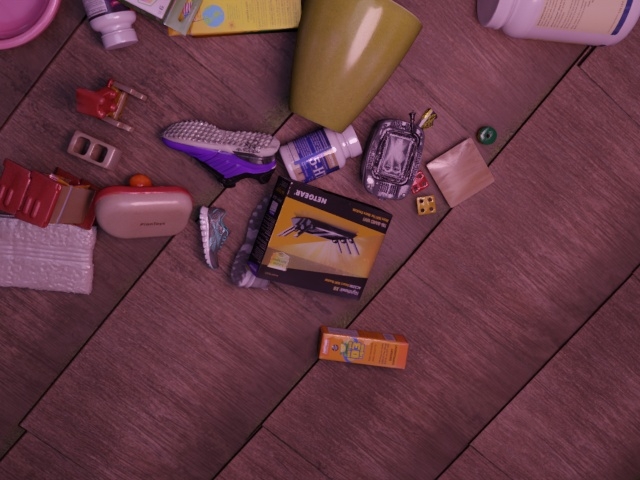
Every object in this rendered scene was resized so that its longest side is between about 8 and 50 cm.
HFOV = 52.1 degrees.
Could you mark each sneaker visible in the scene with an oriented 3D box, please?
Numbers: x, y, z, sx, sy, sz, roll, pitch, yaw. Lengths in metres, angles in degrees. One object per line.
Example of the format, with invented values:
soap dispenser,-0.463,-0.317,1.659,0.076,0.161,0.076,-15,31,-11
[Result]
sneaker,-0.264,-0.008,1.667,0.076,0.065,0.166,-6,103,-7
sneaker,0.266,-0.293,1.661,0.035,0.031,0.083,33,97,-10
sneaker,-0.250,-0.198,1.609,0.293,0.102,0.146,12,126,6
sneaker,-0.126,-0.004,1.676,0.115,0.105,0.281,25,96,-43

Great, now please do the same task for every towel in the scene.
towel,-0.711,0.035,1.650,0.282,0.049,0.187,7,102,-6

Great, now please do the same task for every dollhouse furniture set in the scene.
dollhouse furniture set,-0.580,-0.216,1.524,0.152,0.201,0.374,24,93,12

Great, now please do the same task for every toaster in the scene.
toaster,0.172,-0.213,1.611,0.129,0.146,0.226,12,101,-7

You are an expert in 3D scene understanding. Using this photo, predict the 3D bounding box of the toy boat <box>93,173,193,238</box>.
toy boat,-0.436,-0.099,1.602,0.231,0.151,0.151,-3,144,-30

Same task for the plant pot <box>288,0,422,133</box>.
plant pot,0.047,-0.405,1.497,0.275,0.275,0.293,23,99,-8

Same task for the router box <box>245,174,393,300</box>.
router box,0.000,0.000,1.619,0.309,0.081,0.242,15,101,-31

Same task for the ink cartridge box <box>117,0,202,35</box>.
ink cartridge box,-0.373,-0.555,1.449,0.209,0.062,0.109,25,90,-13

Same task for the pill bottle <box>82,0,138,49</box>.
pill bottle,-0.491,-0.548,1.515,0.108,0.108,0.193,-16,103,-1

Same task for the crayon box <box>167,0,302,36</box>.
crayon box,-0.205,-0.589,1.541,0.319,0.081,0.202,-4,102,-4

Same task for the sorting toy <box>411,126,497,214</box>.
sorting toy,0.347,-0.171,1.684,0.275,0.046,0.132,-33,102,2

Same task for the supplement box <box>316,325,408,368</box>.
supplement box,0.111,0.285,1.744,0.234,0.080,0.078,7,99,-3

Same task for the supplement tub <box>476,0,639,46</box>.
supplement tub,0.551,-0.582,1.519,0.325,0.235,0.235,4,101,-5

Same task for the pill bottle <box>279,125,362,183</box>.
pill bottle,0.001,-0.216,1.616,0.187,0.112,0.112,-23,102,1

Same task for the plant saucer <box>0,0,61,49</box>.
plant saucer,-0.751,-0.605,1.497,0.332,0.084,0.332,-1,102,-3
